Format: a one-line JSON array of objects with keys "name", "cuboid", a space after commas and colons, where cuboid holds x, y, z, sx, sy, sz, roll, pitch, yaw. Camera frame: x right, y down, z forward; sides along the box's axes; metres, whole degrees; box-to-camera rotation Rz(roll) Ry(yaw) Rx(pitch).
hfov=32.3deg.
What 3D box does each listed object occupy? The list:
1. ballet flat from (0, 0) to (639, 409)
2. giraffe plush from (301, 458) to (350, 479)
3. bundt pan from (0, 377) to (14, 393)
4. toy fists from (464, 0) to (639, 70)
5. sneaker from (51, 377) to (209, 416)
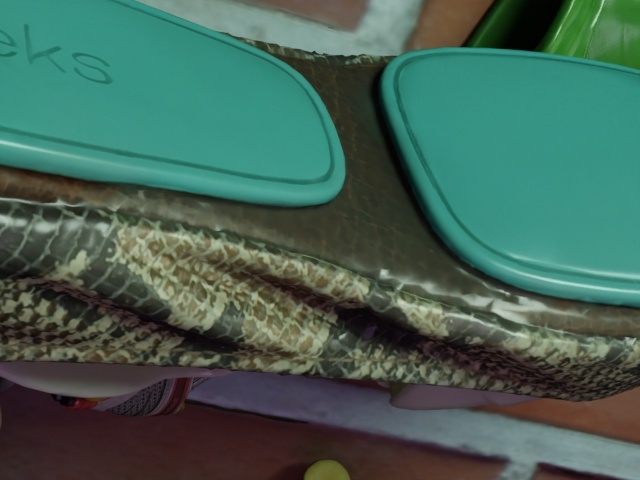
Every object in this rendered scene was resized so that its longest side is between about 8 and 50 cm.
[{"name": "ballet flat", "cuboid": [0.000, 0.000, 0.454, 0.482, 0.164, 0.182, 6, 138, -25]}, {"name": "giraffe plush", "cuboid": [-0.023, 0.234, 0.707, 0.170, 0.210, 0.181, -39, 121, -19]}, {"name": "bundt pan", "cuboid": [-0.248, -0.067, 0.489, 0.330, 0.124, 0.331, -4, 122, -7]}, {"name": "toy fists", "cuboid": [0.195, -0.126, 0.546, 0.142, 0.096, 0.279, 26, 113, -24]}, {"name": "sneaker", "cuboid": [-0.052, 0.011, 0.607, 0.225, 0.088, 0.092, -44, 139, 17]}]
